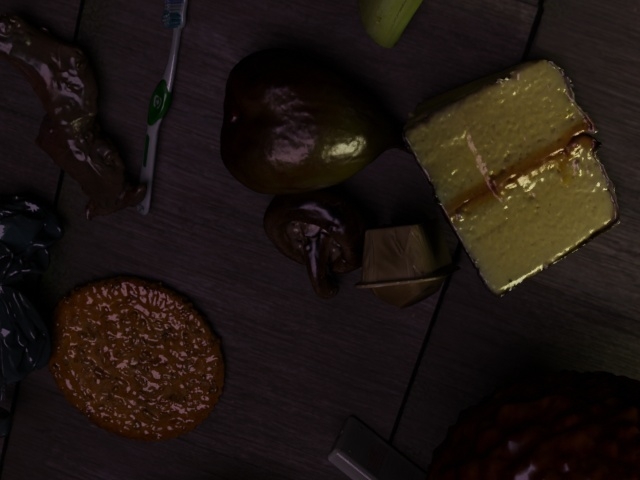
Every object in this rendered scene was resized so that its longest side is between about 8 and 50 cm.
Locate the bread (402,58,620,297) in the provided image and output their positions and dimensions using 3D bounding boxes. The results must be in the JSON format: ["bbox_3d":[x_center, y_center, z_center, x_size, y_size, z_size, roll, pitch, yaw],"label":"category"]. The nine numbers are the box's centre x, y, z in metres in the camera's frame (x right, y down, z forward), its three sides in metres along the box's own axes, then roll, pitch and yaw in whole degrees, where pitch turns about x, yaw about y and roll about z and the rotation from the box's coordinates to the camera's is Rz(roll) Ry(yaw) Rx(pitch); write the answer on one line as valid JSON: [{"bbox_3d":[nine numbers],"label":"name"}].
[{"bbox_3d":[0.229,-0.079,1.764,0.178,0.135,0.240,-23,105,23],"label":"bread"}]

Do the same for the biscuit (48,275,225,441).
[{"bbox_3d":[-0.248,0.161,2.060,0.254,0.035,0.254,6,116,11],"label":"biscuit"}]

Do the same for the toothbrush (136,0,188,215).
[{"bbox_3d":[-0.196,-0.163,1.900,0.030,0.030,0.304,16,120,7],"label":"toothbrush"}]

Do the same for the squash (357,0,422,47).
[{"bbox_3d":[0.121,-0.325,1.710,0.083,0.083,0.250,37,120,-4],"label":"squash"}]

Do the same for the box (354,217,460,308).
[{"bbox_3d":[0.102,0.028,1.836,0.111,0.177,0.111,1,93,16],"label":"box"}]

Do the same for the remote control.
[{"bbox_3d":[0.096,0.313,2.012,0.190,0.087,0.029,38,122,-6],"label":"remote control"}]

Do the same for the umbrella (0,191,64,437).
[{"bbox_3d":[-0.420,0.098,2.041,0.143,0.094,0.348,19,115,31],"label":"umbrella"}]

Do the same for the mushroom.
[{"bbox_3d":[0.001,-0.001,1.895,0.135,0.080,0.170,12,132,26],"label":"mushroom"}]

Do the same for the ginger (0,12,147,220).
[{"bbox_3d":[-0.313,-0.158,1.912,0.122,0.084,0.290,-8,118,42],"label":"ginger"}]

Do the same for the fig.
[{"bbox_3d":[0.018,-0.123,1.806,0.274,0.145,0.170,12,94,-8],"label":"fig"}]

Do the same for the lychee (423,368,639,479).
[{"bbox_3d":[0.315,0.341,1.799,0.424,0.424,0.500,37,89,-4],"label":"lychee"}]
